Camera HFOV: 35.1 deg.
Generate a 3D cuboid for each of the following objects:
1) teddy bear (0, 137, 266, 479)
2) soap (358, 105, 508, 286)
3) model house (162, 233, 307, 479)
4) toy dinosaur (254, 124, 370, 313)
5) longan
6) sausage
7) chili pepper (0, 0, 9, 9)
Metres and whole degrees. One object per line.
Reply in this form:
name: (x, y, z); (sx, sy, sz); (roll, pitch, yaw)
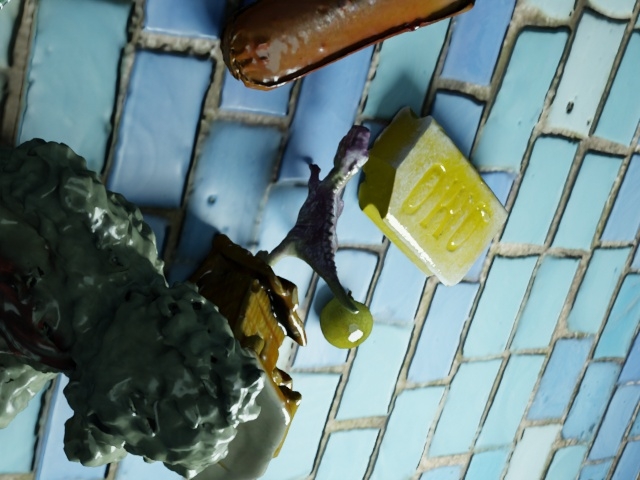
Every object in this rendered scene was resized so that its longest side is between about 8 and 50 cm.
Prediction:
teddy bear: (-0.219, 0.083, 0.931); (0.224, 0.367, 0.357); (-31, 136, -38)
soap: (0.142, -0.053, 1.332); (0.140, 0.073, 0.232); (-53, 133, -7)
model house: (-0.097, 0.136, 1.179); (0.199, 0.220, 0.229); (55, 33, -34)
toy dinosaur: (-0.004, -0.003, 1.171); (0.072, 0.200, 0.251); (30, 55, -16)
longan: (0.035, 0.103, 1.349); (0.075, 0.075, 0.083); (32, 51, -44)
sausage: (0.036, -0.256, 1.117); (0.330, 0.102, 0.102); (-25, 128, -23)
chili pepper: (-0.313, -0.312, 0.815); (0.136, 0.099, 0.270); (-23, 137, 5)
